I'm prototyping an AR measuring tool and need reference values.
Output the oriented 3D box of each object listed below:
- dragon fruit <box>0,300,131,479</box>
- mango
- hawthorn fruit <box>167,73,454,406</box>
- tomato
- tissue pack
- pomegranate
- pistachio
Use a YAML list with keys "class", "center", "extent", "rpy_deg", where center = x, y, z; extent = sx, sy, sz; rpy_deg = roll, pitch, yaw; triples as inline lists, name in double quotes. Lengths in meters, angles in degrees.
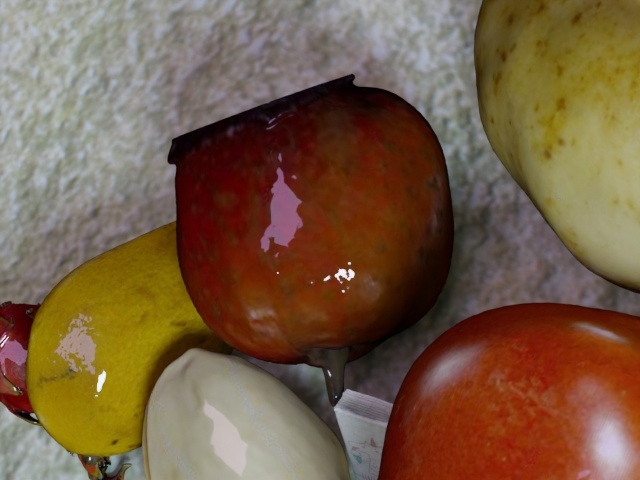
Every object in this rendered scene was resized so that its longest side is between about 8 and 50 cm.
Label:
- class: "dragon fruit"
  center: [-0.219, 0.123, 1.531]
  extent: [0.190, 0.094, 0.094]
  rpy_deg: [44, 96, 7]
- class: "mango"
  center: [-0.142, 0.068, 1.466]
  extent: [0.147, 0.109, 0.227]
  rpy_deg: [43, 73, -10]
- class: "hawthorn fruit"
  center: [0.000, 0.000, 1.386]
  extent: [0.215, 0.215, 0.249]
  rpy_deg: [-15, 70, 21]
- class: "tomato"
  center: [0.180, 0.194, 1.171]
  extent: [0.290, 0.325, 0.293]
  rpy_deg: [1, 78, 24]
- class: "tissue pack"
  center: [0.047, 0.158, 1.373]
  extent: [0.056, 0.108, 0.023]
  rpy_deg: [16, 53, 27]
- class: "pomegranate"
  center: [0.261, -0.129, 1.224]
  extent: [0.342, 0.342, 0.342]
  rpy_deg: [-7, 72, 23]
- class: "pistachio"
  center: [-0.058, 0.177, 1.383]
  extent: [0.145, 0.117, 0.200]
  rpy_deg: [-39, 91, -13]
